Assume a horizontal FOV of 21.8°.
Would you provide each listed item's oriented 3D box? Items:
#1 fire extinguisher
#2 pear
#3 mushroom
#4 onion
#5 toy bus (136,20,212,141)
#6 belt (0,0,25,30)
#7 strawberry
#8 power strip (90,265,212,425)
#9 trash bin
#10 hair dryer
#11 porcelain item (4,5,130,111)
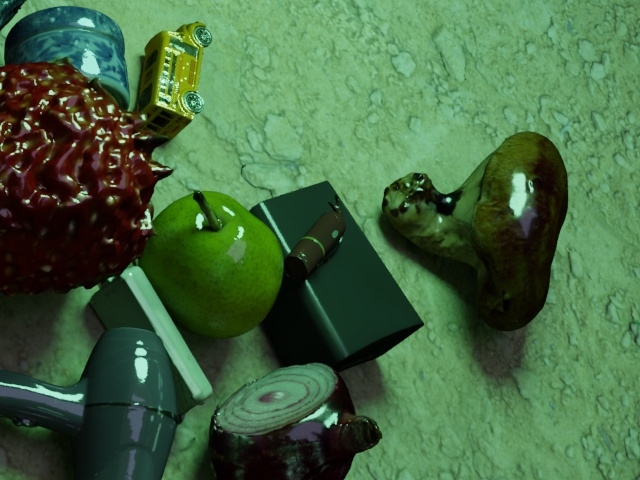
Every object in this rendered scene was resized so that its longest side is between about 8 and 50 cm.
[{"bbox_3d":[0.000,0.000,2.049,0.132,0.039,0.056,-50,124,-45],"label":"fire extinguisher"},{"bbox_3d":[-0.125,0.016,1.957,0.166,0.216,0.180,-28,62,-26],"label":"pear"},{"bbox_3d":[0.249,-0.024,2.321,0.254,0.267,0.267,33,36,29],"label":"mushroom"},{"bbox_3d":[-0.013,0.235,1.921,0.195,0.218,0.140,-27,110,-52],"label":"onion"},{"bbox_3d":[-0.192,-0.214,2.143,0.074,0.069,0.162,22,54,-26],"label":"toy bus"},{"bbox_3d":[-0.436,-0.277,1.942,0.128,0.122,0.218,42,39,-10],"label":"belt"},{"bbox_3d":[-0.350,-0.041,1.804,0.343,0.292,0.292,-25,81,-22],"label":"strawberry"},{"bbox_3d":[-0.197,0.121,1.927,0.035,0.081,0.192,-28,84,-47],"label":"power strip"},{"bbox_3d":[-0.003,0.055,2.114,0.165,0.115,0.225,-20,75,-43],"label":"trash bin"},{"bbox_3d":[-0.329,0.219,1.770,0.361,0.121,0.301,14,65,-22],"label":"hair dryer"},{"bbox_3d":[-0.304,-0.203,1.987,0.147,0.147,0.114,11,58,-35],"label":"porcelain item"}]
